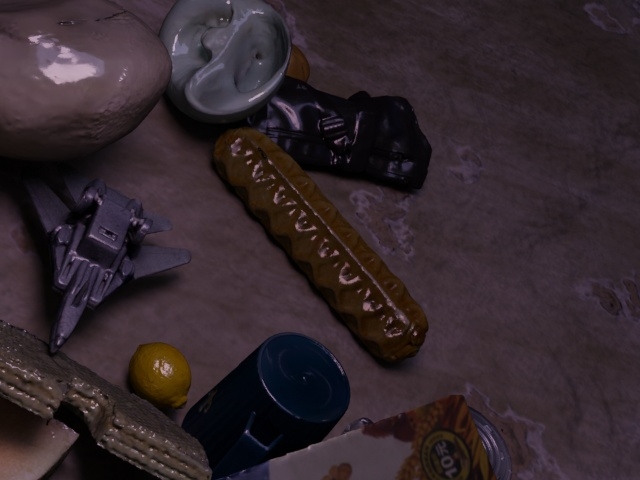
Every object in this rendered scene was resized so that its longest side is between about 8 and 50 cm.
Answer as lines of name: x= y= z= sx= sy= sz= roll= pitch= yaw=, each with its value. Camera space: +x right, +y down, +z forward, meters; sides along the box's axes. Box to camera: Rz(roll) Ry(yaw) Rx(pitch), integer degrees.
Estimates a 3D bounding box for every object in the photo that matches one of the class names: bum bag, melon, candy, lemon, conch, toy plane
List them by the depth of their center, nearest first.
melon: x=-0.307 y=0.216 z=1.167 sx=0.098 sy=0.054 sz=0.182 roll=34 pitch=39 yaw=0
toy plane: x=-0.237 y=0.018 z=1.323 sx=0.212 sy=0.088 sz=0.267 roll=29 pitch=26 yaw=-13
lemon: x=-0.166 y=0.142 z=1.336 sx=0.062 sy=0.062 sz=0.083 roll=-19 pitch=68 yaw=-46
candy: x=-0.296 y=-0.174 z=1.398 sx=0.295 sy=0.185 sz=0.295 roll=4 pitch=21 yaw=-2
conch: x=-0.117 y=-0.231 z=1.631 sx=0.121 sy=0.184 sz=0.221 roll=36 pitch=37 yaw=-48
bum bag: x=0.022 y=-0.152 z=1.740 sx=0.310 sy=0.074 sz=0.137 roll=9 pitch=67 yaw=-32

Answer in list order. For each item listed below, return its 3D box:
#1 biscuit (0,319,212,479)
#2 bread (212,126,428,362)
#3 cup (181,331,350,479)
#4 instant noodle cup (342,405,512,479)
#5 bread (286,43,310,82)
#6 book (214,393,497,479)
biscuit: x=-0.220 y=0.159 z=1.228 sx=0.250 sy=0.046 sz=0.147 roll=32 pitch=0 yaw=-14
bread: x=-0.001 y=0.001 z=1.586 sx=0.367 sy=0.077 sz=0.084 roll=49 pitch=36 yaw=11
cup: x=-0.061 y=0.190 z=1.302 sx=0.131 sy=0.155 sz=0.176 roll=38 pitch=38 yaw=-3
instant noodle cup: x=0.129 y=0.257 z=1.414 sx=0.208 sy=0.125 sz=0.178 roll=39 pitch=40 yaw=-2
bread: x=-0.059 y=-0.242 z=1.774 sx=0.082 sy=0.056 sz=0.115 roll=49 pitch=40 yaw=9
book: x=0.022 y=0.341 z=1.209 sx=0.427 sy=0.039 sz=0.300 roll=-15 pitch=81 yaw=-34
